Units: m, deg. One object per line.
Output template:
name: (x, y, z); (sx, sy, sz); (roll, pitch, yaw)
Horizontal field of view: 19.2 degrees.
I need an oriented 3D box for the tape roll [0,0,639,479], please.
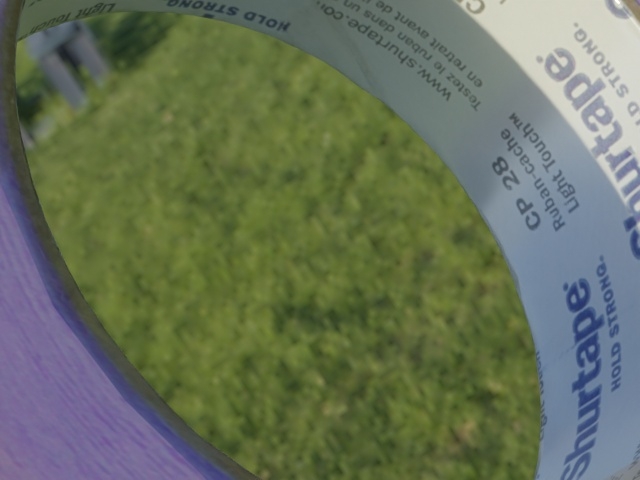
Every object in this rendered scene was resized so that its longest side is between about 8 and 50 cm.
tape roll: (0.000, 0.000, 0.442); (0.275, 0.275, 0.090); (-50, 5, -40)
